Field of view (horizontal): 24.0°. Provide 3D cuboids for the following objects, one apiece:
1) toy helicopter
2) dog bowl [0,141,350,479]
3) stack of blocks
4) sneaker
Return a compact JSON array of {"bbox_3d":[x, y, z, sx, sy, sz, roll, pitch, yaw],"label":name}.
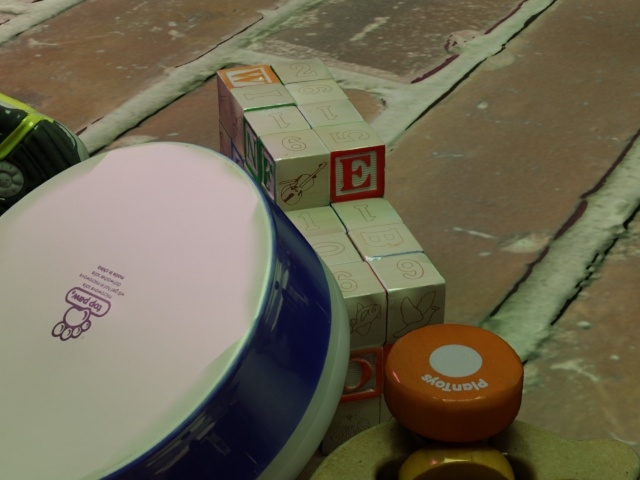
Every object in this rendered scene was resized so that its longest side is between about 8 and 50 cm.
[{"bbox_3d":[0.151,0.195,0.825,0.355,0.140,0.235,16,35,21],"label":"toy helicopter"},{"bbox_3d":[-0.121,0.069,0.946,0.265,0.104,0.265,-17,47,20],"label":"dog bowl"},{"bbox_3d":[0.000,0.000,1.127,0.087,0.171,0.297,-8,31,-14],"label":"stack of blocks"},{"bbox_3d":[-0.373,-0.093,1.307,0.384,0.145,0.147,7,22,14],"label":"sneaker"}]
